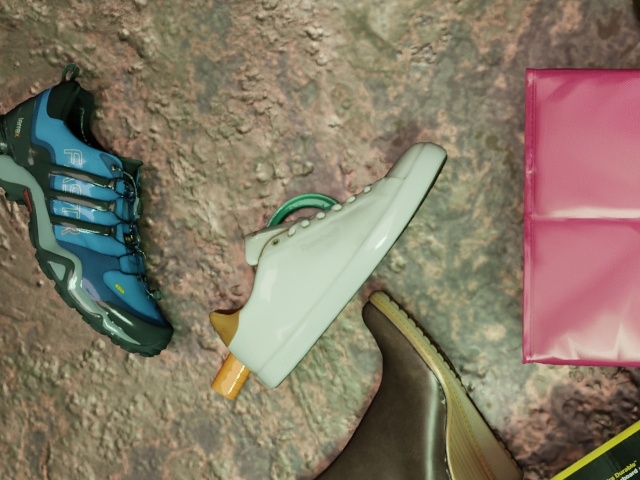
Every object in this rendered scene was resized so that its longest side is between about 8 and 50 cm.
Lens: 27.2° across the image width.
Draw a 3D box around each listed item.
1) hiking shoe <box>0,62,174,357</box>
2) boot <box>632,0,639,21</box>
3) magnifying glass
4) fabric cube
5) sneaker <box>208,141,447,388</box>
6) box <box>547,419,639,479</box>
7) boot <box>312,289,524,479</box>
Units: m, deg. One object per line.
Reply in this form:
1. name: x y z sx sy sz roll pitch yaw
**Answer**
1. hiking shoe: -0.226 -0.026 1.337 0.132 0.113 0.304 -35 84 7
2. boot: 0.394 -0.228 1.268 0.152 0.073 0.197 -11 56 -14
3. magnifying glass: -0.044 0.057 1.353 0.092 0.026 0.231 30 94 8
4. fabric cube: 0.313 -0.017 1.186 0.258 0.254 0.259 1 89 10
5. sneaker: 0.000 0.000 1.284 0.123 0.106 0.290 40 95 4
6. box: 0.301 0.266 1.154 0.257 0.322 0.079 -34 50 8
7. boot: 0.055 0.198 1.301 0.207 0.090 0.248 -34 88 5
